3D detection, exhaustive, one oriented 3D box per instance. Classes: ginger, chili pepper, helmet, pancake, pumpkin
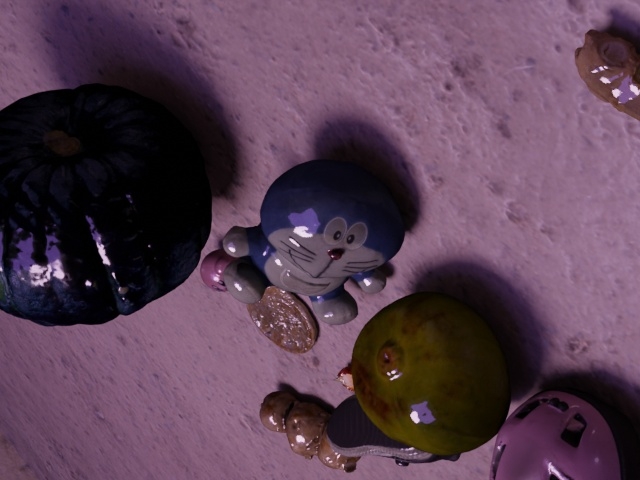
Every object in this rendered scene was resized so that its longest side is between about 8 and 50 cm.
[{"bbox_3d":[0.310,-0.135,0.928,0.173,0.051,0.069,28,146,18],"label":"ginger"},{"bbox_3d":[0.088,0.211,1.508,0.178,0.027,0.045,1,129,46],"label":"chili pepper"},{"bbox_3d":[0.280,0.304,1.225,0.198,0.154,0.253,25,101,50],"label":"helmet"},{"bbox_3d":[-0.062,0.122,1.583,0.139,0.022,0.139,27,140,25],"label":"pancake"},{"bbox_3d":[-0.327,-0.052,1.408,0.363,0.363,0.266,27,142,26],"label":"pumpkin"},{"bbox_3d":[-0.014,0.308,1.667,0.204,0.080,0.104,14,101,37],"label":"ginger"}]

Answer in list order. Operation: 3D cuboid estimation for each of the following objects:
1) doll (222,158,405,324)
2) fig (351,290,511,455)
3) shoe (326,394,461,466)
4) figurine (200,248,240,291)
[{"bbox_3d":[0.000,0.000,1.295,0.228,0.154,0.258,18,156,-15],"label":"doll"},{"bbox_3d":[0.156,0.173,1.289,0.225,0.203,0.203,21,162,-37],"label":"fig"},{"bbox_3d":[0.112,0.291,1.501,0.112,0.099,0.227,32,154,-34],"label":"shoe"},{"bbox_3d":[-0.153,0.047,1.568,0.083,0.071,0.067,-28,60,46],"label":"figurine"}]
